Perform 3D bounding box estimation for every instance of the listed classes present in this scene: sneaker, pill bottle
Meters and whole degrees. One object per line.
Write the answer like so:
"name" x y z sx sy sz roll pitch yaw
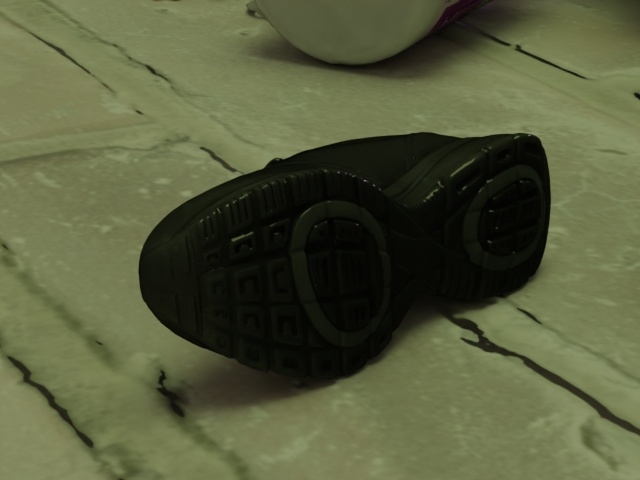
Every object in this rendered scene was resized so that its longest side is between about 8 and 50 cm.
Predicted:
"sneaker" 0.000 0.000 1.045 0.130 0.109 0.286 10 14 39
"pill bottle" 0.079 -0.253 1.561 0.169 0.169 0.301 12 25 26

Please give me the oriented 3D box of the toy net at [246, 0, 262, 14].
"toy net" -0.071 -0.225 1.654 0.122 0.045 0.232 -15 27 -35
